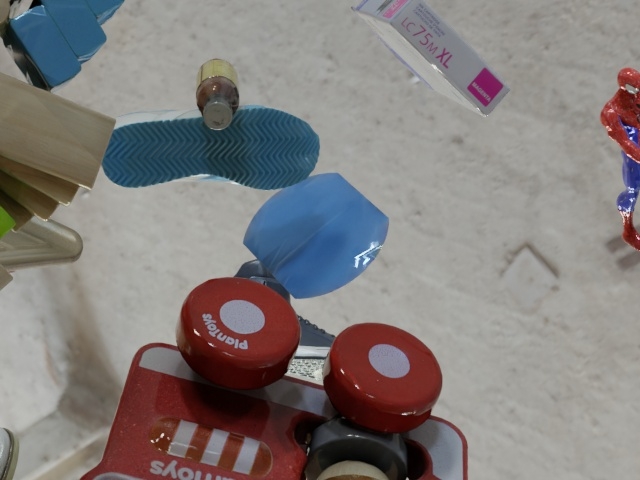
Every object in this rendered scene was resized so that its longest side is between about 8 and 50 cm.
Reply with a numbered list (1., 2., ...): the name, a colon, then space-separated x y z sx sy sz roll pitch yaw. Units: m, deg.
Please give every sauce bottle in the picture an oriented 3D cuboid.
1. sauce bottle: -0.095 -0.133 1.048 0.128 0.042 0.042 -98 -1 -64

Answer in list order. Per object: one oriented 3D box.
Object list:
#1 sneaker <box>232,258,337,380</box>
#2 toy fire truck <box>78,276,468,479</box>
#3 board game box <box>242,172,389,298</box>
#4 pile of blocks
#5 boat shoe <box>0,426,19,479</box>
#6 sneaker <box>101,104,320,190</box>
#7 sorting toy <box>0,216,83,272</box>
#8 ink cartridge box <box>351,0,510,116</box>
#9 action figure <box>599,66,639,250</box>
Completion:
1. sneaker: -0.030 0.104 1.574 0.086 0.226 0.163 114 162 -59
2. toy fire truck: -0.031 0.189 0.904 0.302 0.254 0.169 18 129 -6
3. board game box: 0.000 0.000 1.241 0.168 0.133 0.033 44 169 41
4. pile of blocks: -0.187 -0.098 0.637 0.149 0.362 0.112 25 169 -18
5. boat shoe: -0.482 0.342 1.360 0.113 0.302 0.103 9 150 51
6. sneaker: -0.112 -0.099 1.143 0.092 0.228 0.087 -140 53 -65
7. sorting toy: -0.374 -0.034 0.935 0.307 0.229 0.041 24 100 10
8. ink cartridge box: 0.148 -0.278 1.624 0.186 0.065 0.311 42 -177 -17
9. action figure: 0.432 -0.097 1.433 0.139 0.091 0.280 29 153 45
